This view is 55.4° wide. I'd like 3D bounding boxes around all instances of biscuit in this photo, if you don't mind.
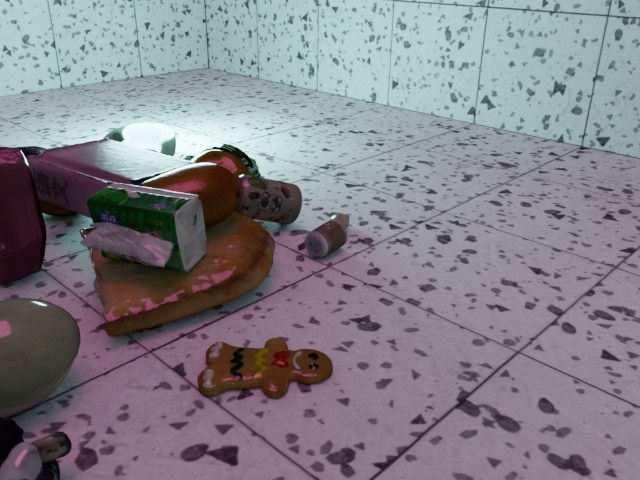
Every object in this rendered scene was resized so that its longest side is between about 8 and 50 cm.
[{"bbox_3d":[-0.097,0.224,1.102,0.240,0.035,0.158,-2,27,-4],"label":"biscuit"},{"bbox_3d":[-0.329,0.039,1.410,0.446,0.104,0.429,-17,31,-28],"label":"biscuit"}]

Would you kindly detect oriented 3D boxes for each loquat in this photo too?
[{"bbox_3d":[-0.290,-0.161,1.758,0.234,0.176,0.187,22,70,16],"label":"loquat"}]

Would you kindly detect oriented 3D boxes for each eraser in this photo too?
[{"bbox_3d":[-0.532,-0.155,1.557,0.359,0.122,0.272,18,27,29],"label":"eraser"}]

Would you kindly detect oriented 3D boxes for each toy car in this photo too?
[{"bbox_3d":[-0.346,-0.259,2.022,0.305,0.125,0.136,17,30,27],"label":"toy car"}]

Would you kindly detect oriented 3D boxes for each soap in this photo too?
[{"bbox_3d":[-0.726,-0.066,1.361,0.220,0.325,0.127,14,32,31],"label":"soap"}]

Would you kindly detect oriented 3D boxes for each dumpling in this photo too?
[{"bbox_3d":[0.048,-0.045,1.682,0.052,0.057,0.076,31,45,-21],"label":"dumpling"}]

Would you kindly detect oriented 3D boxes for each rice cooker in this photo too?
[{"bbox_3d":[-0.949,-0.252,1.999,0.165,0.112,0.106,10,21,14],"label":"rice cooker"}]

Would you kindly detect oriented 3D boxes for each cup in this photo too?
[{"bbox_3d":[0.001,-0.007,1.549,0.102,0.074,0.099,18,30,32],"label":"cup"}]

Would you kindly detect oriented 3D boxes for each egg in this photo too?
[{"bbox_3d":[-0.498,0.185,0.996,0.183,0.183,0.217,23,33,39],"label":"egg"}]

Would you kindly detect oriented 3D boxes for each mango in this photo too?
[{"bbox_3d":[-0.300,-0.096,1.404,0.254,0.139,0.175,-22,30,-37],"label":"mango"}]

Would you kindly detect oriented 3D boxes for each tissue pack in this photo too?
[{"bbox_3d":[-0.365,-0.016,1.251,0.208,0.148,0.156,10,33,17],"label":"tissue pack"}]

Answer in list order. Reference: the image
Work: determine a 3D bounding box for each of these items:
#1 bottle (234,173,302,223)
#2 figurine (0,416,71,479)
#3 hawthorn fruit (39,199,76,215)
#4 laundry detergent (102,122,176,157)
[{"bbox_3d":[-0.181,-0.115,1.643,0.253,0.120,0.120,7,18,-34],"label":"bottle"},{"bbox_3d":[-0.472,0.299,0.817,0.222,0.145,0.145,7,26,9],"label":"figurine"},{"bbox_3d":[-0.726,-0.149,1.739,0.188,0.169,0.169,-1,23,-29],"label":"hawthorn fruit"},{"bbox_3d":[-0.632,-0.289,2.083,0.263,0.125,0.398,-3,27,-10],"label":"laundry detergent"}]
